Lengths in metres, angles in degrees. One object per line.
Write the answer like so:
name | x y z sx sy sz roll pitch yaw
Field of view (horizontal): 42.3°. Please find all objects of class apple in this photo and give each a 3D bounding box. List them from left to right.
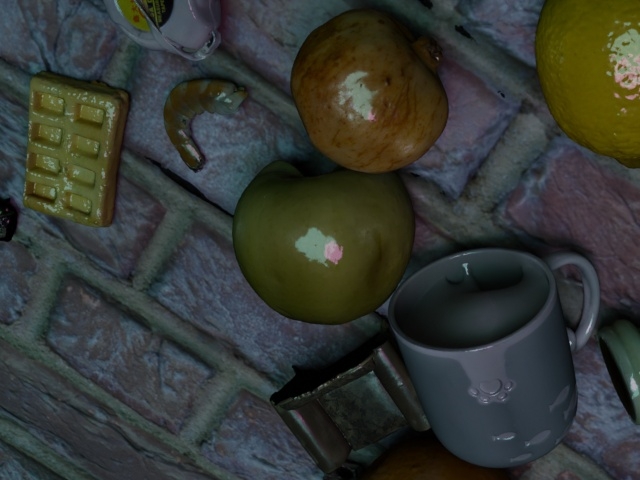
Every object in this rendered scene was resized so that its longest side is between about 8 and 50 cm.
apple | 0.001 0.007 1.334 0.295 0.233 0.257 1 111 15

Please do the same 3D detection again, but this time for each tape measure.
tape measure | -0.252 -0.399 1.295 0.197 0.120 0.236 6 118 25

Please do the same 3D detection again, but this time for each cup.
cup | 0.308 0.170 1.322 0.357 0.259 0.274 -29 119 -16

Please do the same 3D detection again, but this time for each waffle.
waffle | -0.442 -0.156 1.479 0.168 0.057 0.274 17 115 6

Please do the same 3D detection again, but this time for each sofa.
sofa | 0.064 0.294 1.466 0.258 0.182 0.200 -30 103 23

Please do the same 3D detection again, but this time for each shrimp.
shrimp | -0.192 -0.192 1.406 0.161 0.049 0.166 2 114 17

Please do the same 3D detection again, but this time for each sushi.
sushi | -0.625 -0.046 1.574 0.083 0.056 0.084 24 117 4

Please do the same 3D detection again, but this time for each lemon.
lemon | 0.418 -0.244 1.115 0.245 0.245 0.320 -9 116 18

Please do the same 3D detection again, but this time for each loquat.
loquat | 0.201 0.504 1.443 0.328 0.328 0.328 5 113 13

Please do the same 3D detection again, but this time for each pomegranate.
pomegranate | 0.076 -0.222 1.228 0.248 0.248 0.248 5 113 13

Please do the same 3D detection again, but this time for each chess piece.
chess piece | 0.608 0.171 1.306 0.298 0.176 0.175 -19 107 7

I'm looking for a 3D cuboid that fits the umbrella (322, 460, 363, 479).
umbrella | 0.034 0.603 1.643 0.106 0.113 0.357 -3 113 -8
